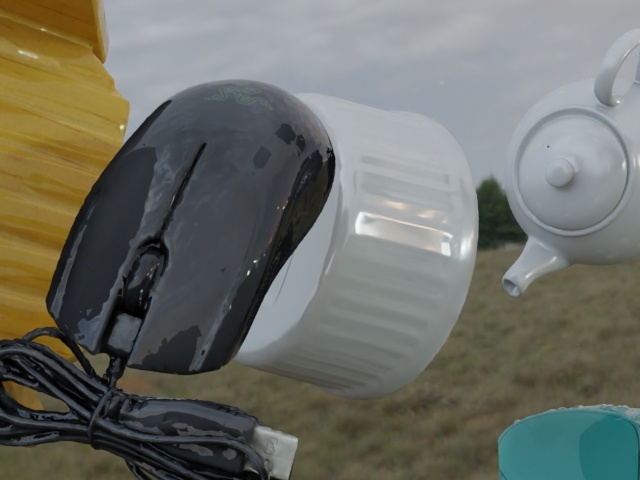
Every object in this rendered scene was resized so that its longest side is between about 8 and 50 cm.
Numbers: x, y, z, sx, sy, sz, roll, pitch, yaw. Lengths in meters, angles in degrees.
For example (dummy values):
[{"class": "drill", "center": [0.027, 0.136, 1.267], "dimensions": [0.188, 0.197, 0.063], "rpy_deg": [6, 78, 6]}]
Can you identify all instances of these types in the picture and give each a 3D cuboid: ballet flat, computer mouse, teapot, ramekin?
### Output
[{"class": "ballet flat", "center": [0.368, 0.248, 1.000], "dimensions": [0.147, 0.147, 0.409], "rpy_deg": [-7, -3, -41]}, {"class": "computer mouse", "center": [-0.070, -0.001, 0.553], "dimensions": [0.188, 0.272, 0.072], "rpy_deg": [14, -33, 12]}, {"class": "teapot", "center": [0.325, -0.089, 1.201], "dimensions": [0.252, 0.256, 0.187], "rpy_deg": [-21, -11, 33]}, {"class": "ramekin", "center": [0.000, 0.000, 0.899], "dimensions": [0.135, 0.277, 0.277], "rpy_deg": [14, -15, -35]}]

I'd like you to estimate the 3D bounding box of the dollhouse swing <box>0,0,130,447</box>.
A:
[{"class": "dollhouse swing", "center": [-0.233, -0.111, 0.564], "dimensions": [0.315, 0.347, 0.305], "rpy_deg": [16, -33, -23]}]
